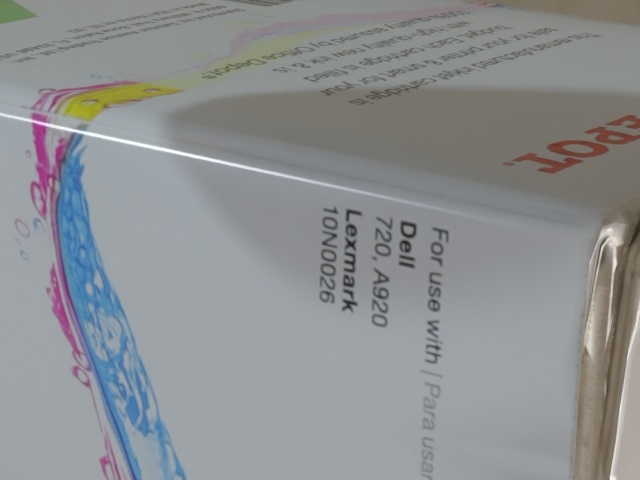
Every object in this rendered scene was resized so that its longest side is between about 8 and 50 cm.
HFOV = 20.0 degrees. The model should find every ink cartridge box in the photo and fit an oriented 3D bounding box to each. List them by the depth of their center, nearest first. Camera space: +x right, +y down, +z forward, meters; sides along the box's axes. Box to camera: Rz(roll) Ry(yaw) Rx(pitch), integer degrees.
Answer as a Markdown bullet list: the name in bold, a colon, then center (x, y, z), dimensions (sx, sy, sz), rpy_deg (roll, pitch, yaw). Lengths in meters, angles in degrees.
- **ink cartridge box**: center (0.000, 0.000, 0.508), dimensions (0.278, 0.201, 0.117), rpy_deg (14, 111, 33)
